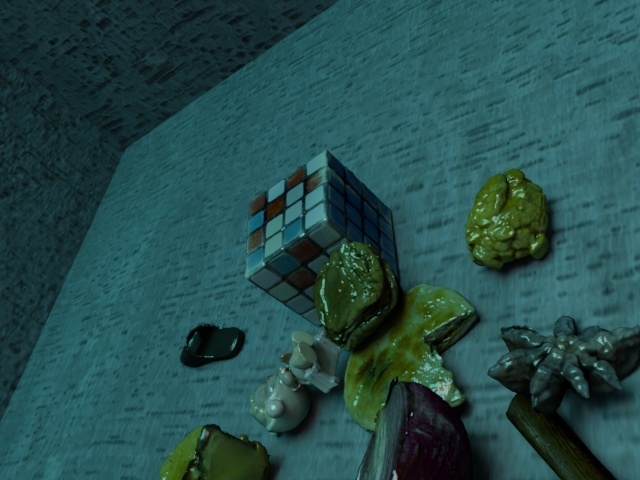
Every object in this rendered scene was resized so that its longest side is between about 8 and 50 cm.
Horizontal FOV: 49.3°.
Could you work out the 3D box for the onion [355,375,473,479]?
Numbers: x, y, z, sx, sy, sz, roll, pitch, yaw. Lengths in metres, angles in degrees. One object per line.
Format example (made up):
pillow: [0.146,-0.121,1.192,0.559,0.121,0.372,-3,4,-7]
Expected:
onion: [0.146,0.389,1.052,0.349,0.159,0.267,-73,0,-65]

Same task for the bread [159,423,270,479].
bread: [-0.225,0.511,1.444,0.262,0.204,0.162,-60,21,-8]

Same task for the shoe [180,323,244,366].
shoe: [-0.313,0.271,1.884,0.241,0.093,0.108,-16,48,41]

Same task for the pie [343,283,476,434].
pie: [0.158,0.232,1.346,0.337,0.075,0.337,-34,33,25]

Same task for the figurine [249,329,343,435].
figurine: [-0.057,0.310,1.479,0.257,0.144,0.182,-51,32,29]

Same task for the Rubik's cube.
Rubik's cube: [0.000,-0.001,1.607,0.253,0.259,0.256,-33,36,27]

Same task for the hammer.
hammer: [0.371,0.339,0.964,0.242,0.095,0.409,-47,30,7]

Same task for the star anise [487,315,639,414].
star anise: [0.377,0.181,1.072,0.236,0.093,0.229,-10,24,18]

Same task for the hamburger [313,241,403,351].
hamburger: [0.076,0.112,1.420,0.206,0.130,0.183,-51,45,34]

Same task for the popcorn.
popcorn: [0.353,-0.039,1.322,0.194,0.140,0.163,-59,28,-9]
